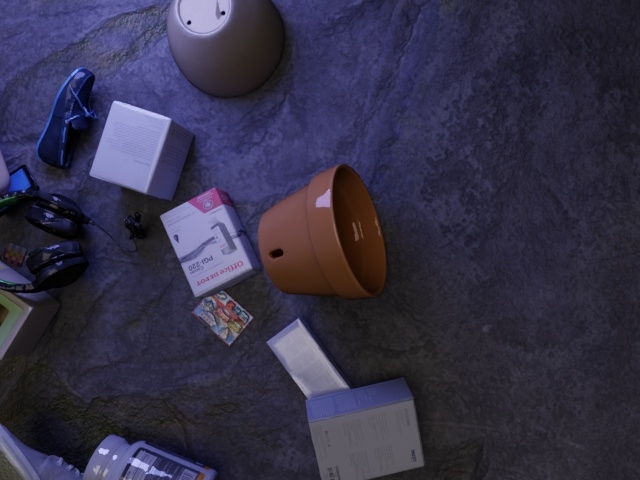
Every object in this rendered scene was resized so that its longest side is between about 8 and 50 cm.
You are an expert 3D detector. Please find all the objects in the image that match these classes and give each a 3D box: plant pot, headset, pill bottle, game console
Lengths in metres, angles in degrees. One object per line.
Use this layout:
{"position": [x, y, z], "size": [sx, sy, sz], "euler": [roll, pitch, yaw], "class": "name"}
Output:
{"position": [-0.238, -0.499, 1.245], "size": [0.284, 0.191, 0.284], "euler": [0, 88, 7], "class": "plant pot"}
{"position": [-0.623, -0.008, 1.271], "size": [0.394, 0.185, 0.244], "euler": [-4, 78, -16], "class": "headset"}
{"position": [0.000, 0.000, 1.179], "size": [0.203, 0.291, 0.291], "euler": [-15, 87, 24], "class": "plant pot"}
{"position": [-0.394, 0.569, 1.258], "size": [0.278, 0.162, 0.162], "euler": [19, 91, 8], "class": "pill bottle"}
{"position": [-0.791, -0.123, 1.368], "size": [0.122, 0.107, 0.071], "euler": [-33, 114, 6], "class": "game console"}

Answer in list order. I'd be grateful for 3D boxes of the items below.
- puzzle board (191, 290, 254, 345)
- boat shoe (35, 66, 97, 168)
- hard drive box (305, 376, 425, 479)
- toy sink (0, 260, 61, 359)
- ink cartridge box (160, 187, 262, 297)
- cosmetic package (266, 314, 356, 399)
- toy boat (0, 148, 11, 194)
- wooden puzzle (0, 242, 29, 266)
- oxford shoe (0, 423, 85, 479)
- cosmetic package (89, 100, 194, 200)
{"position": [-0.241, 0.183, 1.322], "size": [0.128, 0.011, 0.096], "euler": [41, 94, 7], "class": "puzzle board"}
{"position": [-0.612, -0.300, 1.345], "size": [0.089, 0.109, 0.258], "euler": [31, 109, 0], "class": "boat shoe"}
{"position": [0.099, 0.427, 1.193], "size": [0.232, 0.089, 0.181], "euler": [-11, 106, -2], "class": "hard drive box"}
{"position": [-0.804, 0.161, 1.331], "size": [0.234, 0.131, 0.153], "euler": [33, 92, 7], "class": "toy sink"}
{"position": [-0.260, 0.008, 1.283], "size": [0.158, 0.092, 0.218], "euler": [-27, 84, 6], "class": "ink cartridge box"}
{"position": [-0.014, 0.302, 1.266], "size": [0.099, 0.060, 0.239], "euler": [-37, 85, 7], "class": "cosmetic package"}
{"position": [-0.886, -0.180, 1.355], "size": [0.151, 0.151, 0.231], "euler": [-43, 67, 43], "class": "toy boat"}
{"position": [-0.790, 0.037, 1.394], "size": [0.083, 0.006, 0.049], "euler": [21, 91, 7], "class": "wooden puzzle"}
{"position": [-0.628, 0.586, 1.272], "size": [0.169, 0.130, 0.449], "euler": [-31, 101, 41], "class": "oxford shoe"}
{"position": [-0.419, -0.207, 1.281], "size": [0.151, 0.151, 0.184], "euler": [19, 90, 7], "class": "cosmetic package"}
